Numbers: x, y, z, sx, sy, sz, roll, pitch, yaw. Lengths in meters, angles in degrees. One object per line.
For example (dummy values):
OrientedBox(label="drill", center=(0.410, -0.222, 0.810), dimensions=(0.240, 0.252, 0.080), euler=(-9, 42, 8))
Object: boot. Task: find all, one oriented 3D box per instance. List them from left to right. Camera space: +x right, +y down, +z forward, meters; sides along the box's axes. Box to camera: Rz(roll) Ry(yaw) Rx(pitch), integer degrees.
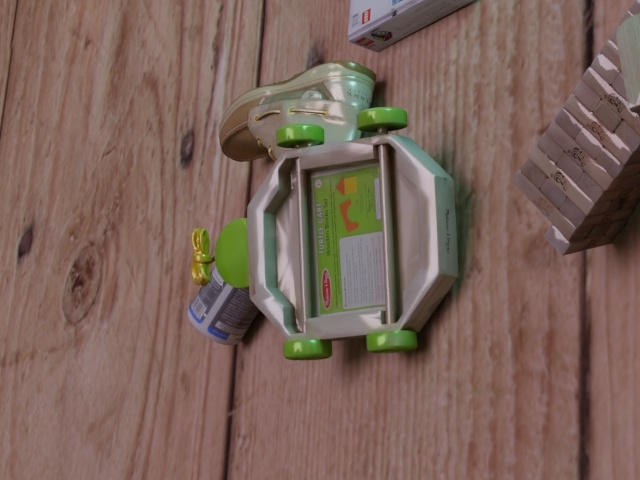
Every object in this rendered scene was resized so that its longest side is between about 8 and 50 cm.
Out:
OrientedBox(label="boot", center=(-0.038, -0.088, 2.391), dimensions=(0.262, 0.095, 0.203), euler=(-19, 58, 43))

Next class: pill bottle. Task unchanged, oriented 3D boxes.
OrientedBox(label="pill bottle", center=(-0.099, 0.054, 2.415), dimensions=(0.137, 0.078, 0.078), euler=(-56, 35, 19))

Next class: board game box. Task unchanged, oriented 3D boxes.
OrientedBox(label="board game box", center=(0.118, -0.398, 2.364), dimensions=(0.193, 0.053, 0.305), euler=(-22, 55, 50))

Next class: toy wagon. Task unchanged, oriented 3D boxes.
OrientedBox(label="toy wagon", center=(0.000, 0.000, 2.216), dimensions=(0.344, 0.068, 0.267), euler=(-8, 80, 38))

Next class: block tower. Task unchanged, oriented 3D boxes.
OrientedBox(label="block tower", center=(0.306, -0.140, 1.846), dimensions=(0.097, 0.091, 0.335), euler=(48, 126, 26))

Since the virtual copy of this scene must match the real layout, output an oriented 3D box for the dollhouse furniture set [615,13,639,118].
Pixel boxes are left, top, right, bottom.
OrientedBox(label="dollhouse furniture set", center=(0.390, -0.161, 1.709), dimensions=(0.242, 0.212, 0.161), euler=(-18, 57, 19))
